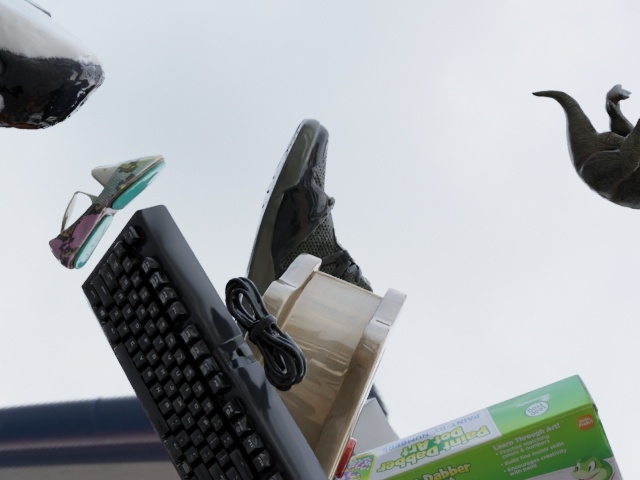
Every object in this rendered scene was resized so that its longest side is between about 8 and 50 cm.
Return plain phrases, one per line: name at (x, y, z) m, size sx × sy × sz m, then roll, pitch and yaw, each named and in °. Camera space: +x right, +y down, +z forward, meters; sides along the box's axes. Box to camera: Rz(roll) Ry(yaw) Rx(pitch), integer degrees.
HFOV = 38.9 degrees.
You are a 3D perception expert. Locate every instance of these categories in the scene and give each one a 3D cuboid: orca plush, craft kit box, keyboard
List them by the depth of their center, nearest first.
keyboard at (-0.054, 0.067, 0.439) m, size 0.108 × 0.023 × 0.180 m, roll -44°, pitch -112°, yaw 28°
orca plush at (-0.258, -0.127, 0.498) m, size 0.287 × 0.151 × 0.102 m, roll 31°, pitch -82°, yaw -4°
craft kit box at (0.148, 0.267, 0.778) m, size 0.250 × 0.061 × 0.246 m, roll -22°, pitch -69°, yaw 9°

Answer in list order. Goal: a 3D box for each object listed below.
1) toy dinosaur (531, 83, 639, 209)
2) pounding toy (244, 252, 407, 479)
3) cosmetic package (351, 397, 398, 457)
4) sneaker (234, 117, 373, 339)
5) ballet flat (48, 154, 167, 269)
toy dinosaur at (0.407, -0.097, 1.162) m, size 0.314 × 0.121 × 0.160 m, roll 21°, pitch -59°, yaw 3°
pounding toy at (0.003, 0.158, 0.587) m, size 0.155 × 0.154 × 0.269 m, roll 22°, pitch -90°, yaw 8°
cosmetic package at (0.073, 0.374, 1.393) m, size 0.127 × 0.107 × 0.238 m, roll -26°, pitch -91°, yaw 46°
sneaker at (0.000, 0.000, 0.885) m, size 0.130 × 0.087 × 0.227 m, roll 13°, pitch -98°, yaw -9°
ballet flat at (-0.326, -0.058, 1.348) m, size 0.079 × 0.077 × 0.221 m, roll 40°, pitch -89°, yaw 6°
